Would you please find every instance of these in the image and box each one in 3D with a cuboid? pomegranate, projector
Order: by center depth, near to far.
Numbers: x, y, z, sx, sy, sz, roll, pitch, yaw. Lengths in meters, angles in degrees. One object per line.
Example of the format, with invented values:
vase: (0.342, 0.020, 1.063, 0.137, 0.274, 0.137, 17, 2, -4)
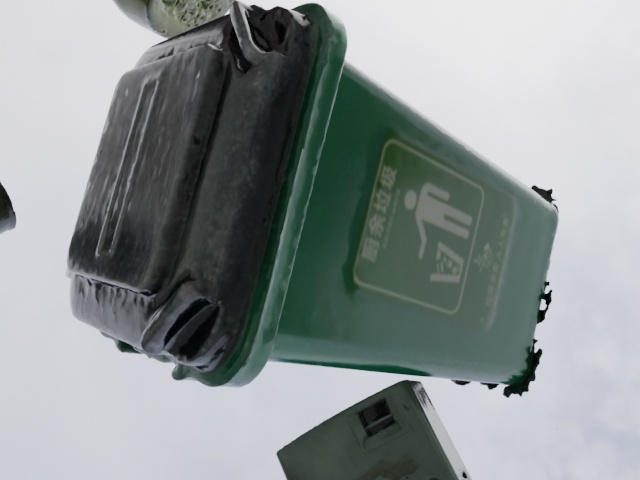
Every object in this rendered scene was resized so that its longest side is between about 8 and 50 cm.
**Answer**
projector: (0.049, 0.208, 0.621, 0.147, 0.061, 0.115, -33, -112, 15)
pomegranate: (-0.162, -0.368, 0.810, 0.241, 0.190, 0.159, -42, -100, -8)

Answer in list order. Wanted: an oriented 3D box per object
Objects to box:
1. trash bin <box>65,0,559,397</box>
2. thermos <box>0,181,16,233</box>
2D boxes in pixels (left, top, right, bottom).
trash bin: (0.000, 0.000, 0.597, 0.295, 0.381, 0.259, 5, -102, 53)
thermos: (-0.338, 0.004, 0.529, 0.073, 0.187, 0.083, -13, -67, 45)
